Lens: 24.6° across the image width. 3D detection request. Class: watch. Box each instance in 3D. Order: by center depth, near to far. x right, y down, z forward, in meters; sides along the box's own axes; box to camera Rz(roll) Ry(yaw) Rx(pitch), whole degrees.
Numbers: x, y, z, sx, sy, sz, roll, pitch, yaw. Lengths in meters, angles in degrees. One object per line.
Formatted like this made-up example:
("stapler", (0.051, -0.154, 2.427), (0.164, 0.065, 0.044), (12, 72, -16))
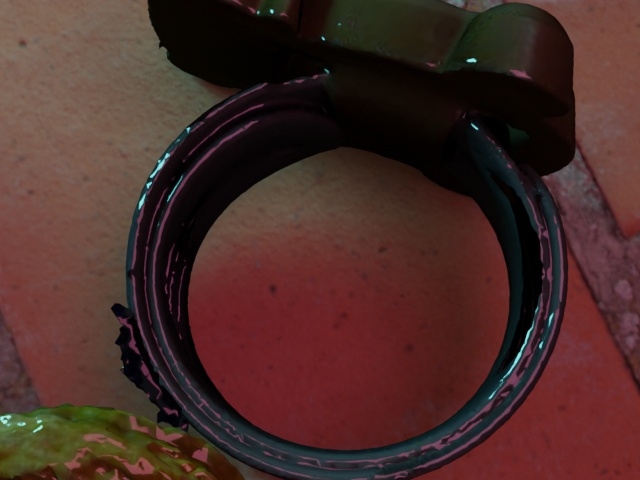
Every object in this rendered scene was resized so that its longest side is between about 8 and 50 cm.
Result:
("watch", (0.000, 0.000, 1.015), (0.335, 0.314, 0.327), (19, 80, 4))

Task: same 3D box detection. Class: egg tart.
("egg tart", (-0.152, 0.197, 0.912), (0.294, 0.294, 0.123), (27, 33, -9))
